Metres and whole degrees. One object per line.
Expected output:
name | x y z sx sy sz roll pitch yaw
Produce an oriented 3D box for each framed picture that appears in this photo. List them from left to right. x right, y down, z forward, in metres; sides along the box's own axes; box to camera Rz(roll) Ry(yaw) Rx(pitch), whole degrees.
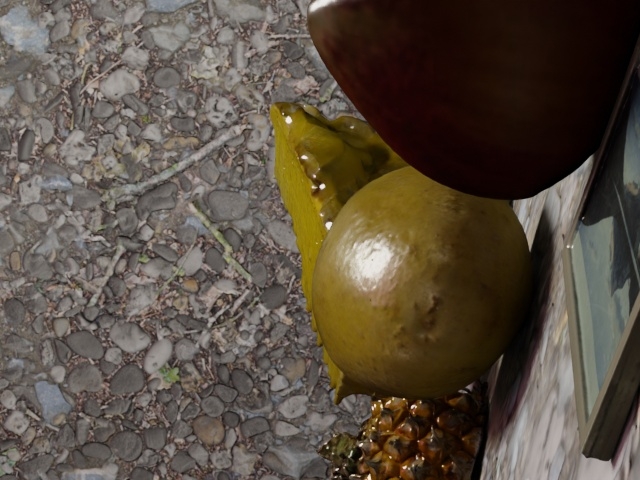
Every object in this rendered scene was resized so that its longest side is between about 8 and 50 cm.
framed picture | 0.151 -0.009 0.535 0.203 0.015 0.150 -70 -7 -62

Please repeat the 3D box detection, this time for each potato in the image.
potato | 0.091 0.044 0.849 0.203 0.178 0.158 -45 15 2

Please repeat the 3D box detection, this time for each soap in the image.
soap | 0.000 0.000 1.129 0.339 0.304 0.169 -43 -32 -51

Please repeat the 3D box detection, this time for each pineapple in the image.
pineapple | 0.063 0.200 0.970 0.161 0.137 0.176 -72 -5 -54

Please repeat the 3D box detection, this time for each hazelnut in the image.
hazelnut | 0.094 -0.130 0.680 0.208 0.208 0.208 14 -90 -87
